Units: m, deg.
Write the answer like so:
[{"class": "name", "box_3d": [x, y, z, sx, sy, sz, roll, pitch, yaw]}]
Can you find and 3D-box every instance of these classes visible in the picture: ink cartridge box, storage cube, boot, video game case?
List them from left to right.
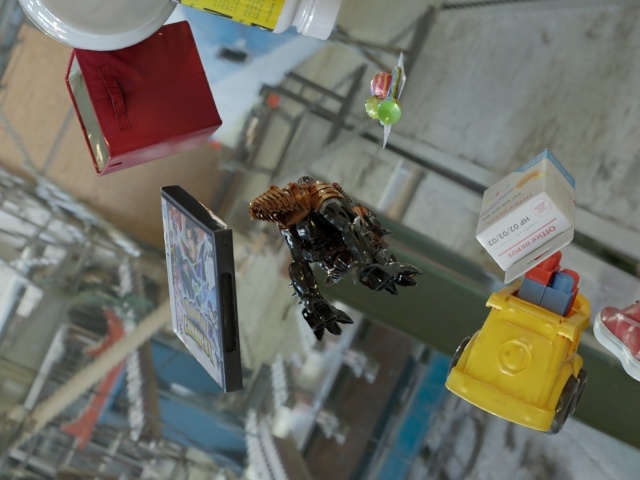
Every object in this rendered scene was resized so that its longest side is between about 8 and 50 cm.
[{"class": "storage cube", "box_3d": [-0.291, -0.228, 1.918, 0.183, 0.193, 0.215, 71, 161, 2]}, {"class": "video game case", "box_3d": [-0.183, 0.066, 1.787, 0.275, 0.035, 0.248, -145, 49, -62]}, {"class": "ink cartridge box", "box_3d": [0.251, -0.032, 1.436, 0.104, 0.061, 0.181, -36, 13, 24]}, {"class": "boot", "box_3d": [0.489, 0.098, 1.726, 0.244, 0.088, 0.176, -107, 38, -77]}]

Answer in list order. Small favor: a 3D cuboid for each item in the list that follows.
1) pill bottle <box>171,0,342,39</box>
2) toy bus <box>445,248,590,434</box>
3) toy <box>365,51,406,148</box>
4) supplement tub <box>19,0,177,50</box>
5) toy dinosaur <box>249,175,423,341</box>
[{"class": "pill bottle", "box_3d": [-0.078, -0.305, 1.333, 0.119, 0.209, 0.119, -164, 90, -81]}, {"class": "toy bus", "box_3d": [0.269, 0.110, 1.461, 0.220, 0.149, 0.211, -10, -61, -67]}, {"class": "toy", "box_3d": [0.116, -0.267, 2.172, 0.237, 0.056, 0.136, -92, 17, -69]}, {"class": "supplement tub", "box_3d": [-0.314, -0.384, 1.645, 0.235, 0.235, 0.325, -65, 17, 3]}, {"class": "toy dinosaur", "box_3d": [0.000, 0.000, 1.570, 0.164, 0.322, 0.218, -46, 58, 39]}]
